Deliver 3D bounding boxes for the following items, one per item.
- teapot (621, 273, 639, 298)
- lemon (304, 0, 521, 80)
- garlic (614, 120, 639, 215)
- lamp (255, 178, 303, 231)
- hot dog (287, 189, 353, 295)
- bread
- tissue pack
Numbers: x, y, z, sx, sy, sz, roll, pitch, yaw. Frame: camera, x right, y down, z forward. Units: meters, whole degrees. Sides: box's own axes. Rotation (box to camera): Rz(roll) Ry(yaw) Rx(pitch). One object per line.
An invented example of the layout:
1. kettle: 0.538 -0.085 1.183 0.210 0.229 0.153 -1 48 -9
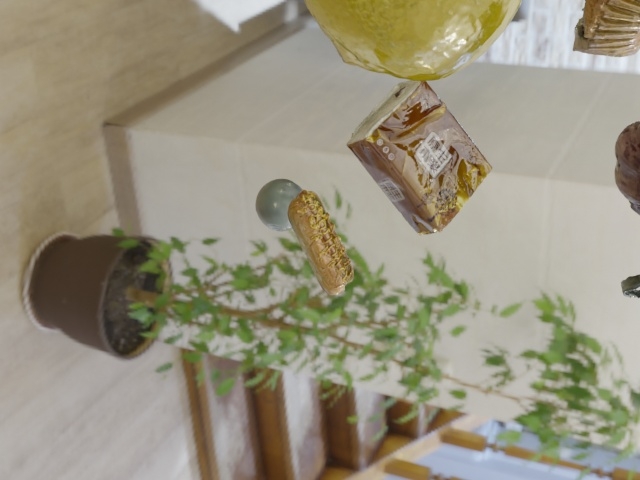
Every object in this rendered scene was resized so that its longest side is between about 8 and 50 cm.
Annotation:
1. teapot: 0.692 0.057 1.691 0.129 0.294 0.193 22 56 -49
2. lemon: 0.135 -0.395 1.300 0.348 0.347 0.348 9 90 -67
3. garlic: 0.629 -0.115 1.606 0.245 0.244 0.161 75 21 -44
4. lamp: -0.075 -0.068 1.813 0.105 0.105 0.105 9 90 -67
5. hot dog: 0.000 0.000 1.383 0.071 0.045 0.165 -45 116 -50
6. bread: 0.598 -0.477 1.810 0.274 0.149 0.274 -54 163 -26
7. tissue pack: 0.174 -0.148 1.642 0.226 0.092 0.183 51 62 -20
